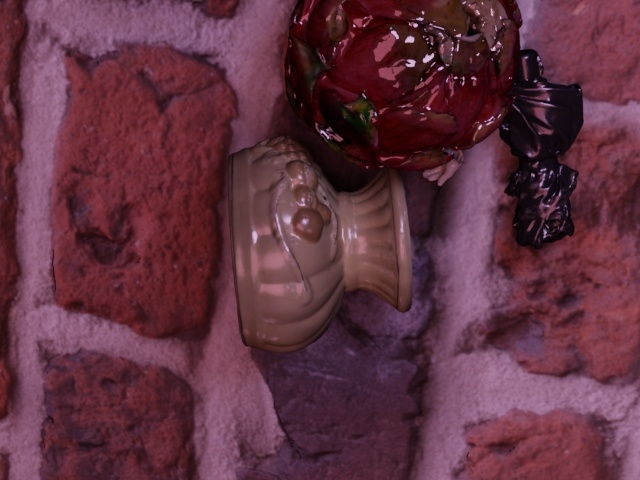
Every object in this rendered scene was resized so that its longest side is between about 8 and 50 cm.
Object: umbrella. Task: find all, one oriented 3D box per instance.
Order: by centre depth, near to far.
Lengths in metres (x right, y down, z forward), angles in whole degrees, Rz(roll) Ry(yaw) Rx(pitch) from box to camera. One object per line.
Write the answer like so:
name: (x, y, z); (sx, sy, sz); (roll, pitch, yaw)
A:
umbrella: (0.300, -0.127, 1.731); (0.122, 0.110, 0.272); (9, 114, 48)

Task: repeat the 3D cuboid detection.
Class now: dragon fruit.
dragon fruit: (0.101, -0.241, 1.629); (0.329, 0.329, 0.329); (4, 110, 12)

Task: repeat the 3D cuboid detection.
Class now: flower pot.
flower pot: (0.000, 0.000, 1.758); (0.244, 0.307, 0.307); (-6, 108, -2)

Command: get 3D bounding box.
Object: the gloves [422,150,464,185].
gloves: (0.180, -0.106, 1.799); (0.081, 0.037, 0.044); (-23, 66, 35)
